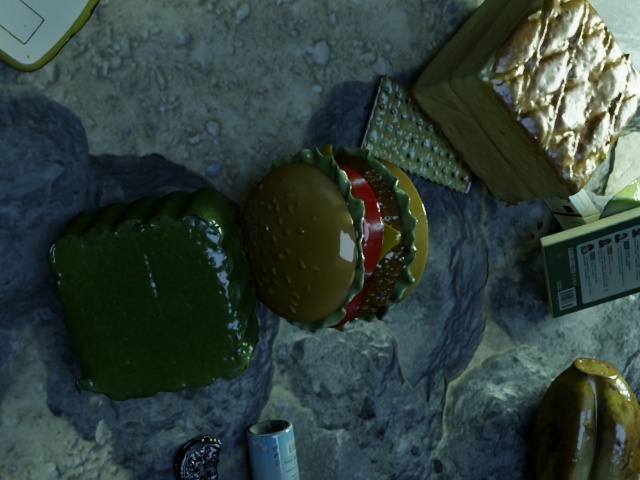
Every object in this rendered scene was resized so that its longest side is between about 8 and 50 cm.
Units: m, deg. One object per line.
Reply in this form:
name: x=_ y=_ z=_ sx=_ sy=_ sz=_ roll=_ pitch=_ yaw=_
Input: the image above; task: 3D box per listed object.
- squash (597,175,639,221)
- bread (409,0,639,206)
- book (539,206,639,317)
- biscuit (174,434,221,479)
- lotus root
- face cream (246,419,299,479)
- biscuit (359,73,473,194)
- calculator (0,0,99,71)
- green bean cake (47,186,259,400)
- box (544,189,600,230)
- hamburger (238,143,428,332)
squash: x=0.549 y=-0.034 z=1.838 sx=0.203 sy=0.155 sz=0.237 roll=0 pitch=134 yaw=-13
bread: x=0.345 y=-0.245 z=1.653 sx=0.279 sy=0.207 sz=0.279 roll=-49 pitch=113 yaw=-21
book: x=0.521 y=0.031 z=1.768 sx=0.264 sy=0.027 sz=0.202 roll=-18 pitch=133 yaw=3
biscuit: x=-0.180 y=0.341 z=1.532 sx=0.089 sy=0.027 sz=0.087 roll=-47 pitch=112 yaw=-17
lotus root: x=0.481 y=0.357 z=1.802 sx=0.193 sy=0.193 sz=0.291 roll=5 pitch=92 yaw=-28
face cream: x=-0.065 y=0.399 z=1.571 sx=0.075 sy=0.075 sz=0.230 roll=-11 pitch=98 yaw=-27
biscuit: x=0.175 y=-0.174 z=1.686 sx=0.231 sy=0.016 sz=0.139 roll=18 pitch=86 yaw=-28
calculator: x=-0.382 y=-0.341 z=1.368 sx=0.157 sy=0.033 sz=0.237 roll=39 pitch=78 yaw=-26
green bean cake: x=-0.220 y=0.072 z=1.377 sx=0.246 sy=0.156 sz=0.250 roll=-12 pitch=107 yaw=5
box: x=0.430 y=-0.080 z=1.791 sx=0.040 sy=0.084 sz=0.154 roll=-46 pitch=112 yaw=-17
hamburger: x=0.000 y=0.000 z=1.451 sx=0.212 sy=0.274 sz=0.275 roll=-9 pitch=98 yaw=-38
